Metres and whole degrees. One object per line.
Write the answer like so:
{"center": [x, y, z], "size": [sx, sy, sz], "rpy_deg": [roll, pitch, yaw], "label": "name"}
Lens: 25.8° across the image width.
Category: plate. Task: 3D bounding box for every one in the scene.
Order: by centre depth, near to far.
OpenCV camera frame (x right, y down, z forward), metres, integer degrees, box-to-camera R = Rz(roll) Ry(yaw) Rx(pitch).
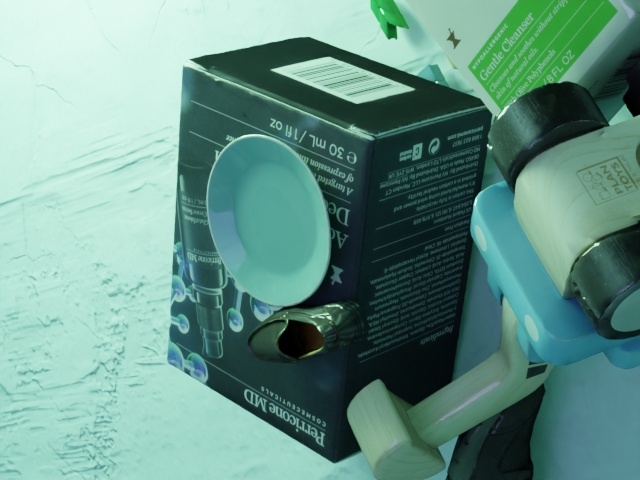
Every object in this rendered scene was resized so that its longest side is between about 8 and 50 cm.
{"center": [-0.051, -0.022, 1.489], "size": [0.188, 0.024, 0.188], "rpy_deg": [15, 113, 41], "label": "plate"}

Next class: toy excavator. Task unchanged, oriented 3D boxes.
{"center": [0.240, 0.065, 1.369], "size": [0.445, 0.433, 0.222], "rpy_deg": [86, 161, -56], "label": "toy excavator"}

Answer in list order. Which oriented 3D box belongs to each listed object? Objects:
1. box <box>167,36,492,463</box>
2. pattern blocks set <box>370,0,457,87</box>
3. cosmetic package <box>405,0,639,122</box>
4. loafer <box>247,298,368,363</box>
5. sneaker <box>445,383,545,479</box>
{"center": [0.000, 0.000, 1.617], "size": [0.293, 0.212, 0.395], "rpy_deg": [25, 121, 37], "label": "box"}
{"center": [0.184, -0.287, 1.524], "size": [0.325, 0.026, 0.285], "rpy_deg": [-25, 81, 44], "label": "pattern blocks set"}
{"center": [0.189, -0.295, 1.392], "size": [0.365, 0.155, 0.197], "rpy_deg": [54, 133, 20], "label": "cosmetic package"}
{"center": [-0.027, 0.100, 1.479], "size": [0.170, 0.061, 0.062], "rpy_deg": [-22, 89, 46], "label": "loafer"}
{"center": [0.204, 0.296, 1.595], "size": [0.140, 0.125, 0.340], "rpy_deg": [21, 113, 9], "label": "sneaker"}
